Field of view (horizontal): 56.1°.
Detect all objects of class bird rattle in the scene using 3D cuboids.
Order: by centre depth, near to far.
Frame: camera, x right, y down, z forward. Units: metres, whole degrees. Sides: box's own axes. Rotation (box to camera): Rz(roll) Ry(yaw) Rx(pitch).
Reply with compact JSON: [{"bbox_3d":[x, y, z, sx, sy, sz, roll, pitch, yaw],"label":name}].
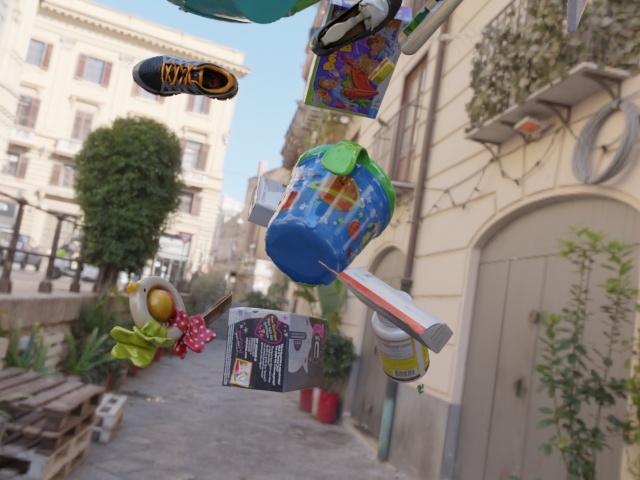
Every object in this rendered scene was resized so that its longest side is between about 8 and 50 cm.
[{"bbox_3d":[-0.356,0.179,1.390,0.143,0.207,0.253,-22,-8,30],"label":"bird rattle"}]

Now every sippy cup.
[{"bbox_3d":[0.006,-0.037,1.201,0.239,0.224,0.306,-3,-54,33],"label":"sippy cup"}]

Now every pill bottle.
[{"bbox_3d":[0.185,0.221,1.390,0.117,0.117,0.215,6,-49,26],"label":"pill bottle"}]

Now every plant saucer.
[{"bbox_3d":[-0.360,0.245,1.988,0.036,0.198,0.198,52,-13,-4],"label":"plant saucer"}]

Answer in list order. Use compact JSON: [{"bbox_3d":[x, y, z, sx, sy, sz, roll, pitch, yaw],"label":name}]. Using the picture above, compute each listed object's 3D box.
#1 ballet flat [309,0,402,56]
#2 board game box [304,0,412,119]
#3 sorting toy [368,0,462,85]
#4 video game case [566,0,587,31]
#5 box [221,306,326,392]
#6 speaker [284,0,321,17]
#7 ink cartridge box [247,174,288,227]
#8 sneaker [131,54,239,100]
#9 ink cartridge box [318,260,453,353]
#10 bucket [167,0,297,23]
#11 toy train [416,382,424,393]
[{"bbox_3d":[0.099,-0.568,1.567,0.280,0.095,0.096,-33,12,8],"label":"ballet flat"},{"bbox_3d":[0.101,-0.533,1.760,0.233,0.078,0.347,10,-40,-8],"label":"board game box"},{"bbox_3d":[0.204,-0.452,1.262,0.041,0.307,0.229,39,20,-13],"label":"sorting toy"},{"bbox_3d":[0.469,-0.483,1.081,0.019,0.143,0.157,11,-40,28],"label":"video game case"},{"bbox_3d":[-0.088,0.234,1.293,0.142,0.164,0.247,2,-10,17],"label":"box"},{"bbox_3d":[-0.020,-0.897,2.106,0.296,0.131,0.131,-24,-12,7],"label":"speaker"},{"bbox_3d":[-0.091,-0.076,1.427,0.150,0.109,0.063,21,-49,-17],"label":"ink cartridge box"},{"bbox_3d":[-0.267,-0.330,1.205,0.214,0.084,0.083,1,6,-15],"label":"sneaker"},{"bbox_3d":[0.117,0.100,1.018,0.189,0.066,0.232,34,-10,30],"label":"ink cartridge box"},{"bbox_3d":[-0.154,-0.535,1.096,0.183,0.281,0.281,27,2,28],"label":"bucket"},{"bbox_3d":[0.283,0.419,1.695,0.017,0.024,0.083,-14,-19,0],"label":"toy train"}]
